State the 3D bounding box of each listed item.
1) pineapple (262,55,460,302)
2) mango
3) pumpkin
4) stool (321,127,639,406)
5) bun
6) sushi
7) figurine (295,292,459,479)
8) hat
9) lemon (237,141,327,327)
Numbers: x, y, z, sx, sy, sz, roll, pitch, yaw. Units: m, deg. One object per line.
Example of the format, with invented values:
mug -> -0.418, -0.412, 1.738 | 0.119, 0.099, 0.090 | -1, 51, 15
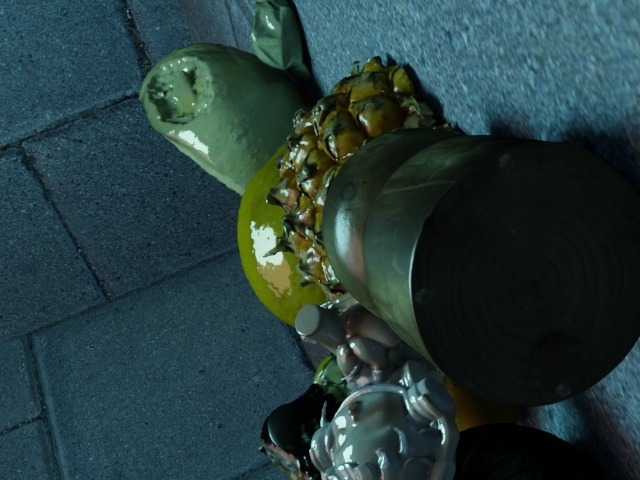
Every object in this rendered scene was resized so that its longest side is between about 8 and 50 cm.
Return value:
pineapple -> 0.040, -0.035, 0.987 | 0.286, 0.209, 0.344 | 135, 111, -81
mango -> 0.159, 0.178, 1.072 | 0.115, 0.090, 0.178 | -1, 149, 41
pumpkin -> 0.204, 0.311, 0.931 | 0.248, 0.248, 0.248 | 158, 90, -82
stool -> 0.115, 0.005, 0.722 | 0.264, 0.179, 0.179 | -142, 31, -75
bun -> -0.120, -0.201, 1.556 | 0.364, 0.202, 0.364 | 40, -175, -4
sushi -> 0.093, 0.352, 1.566 | 0.328, 0.285, 0.328 | 38, 164, 28
figurine -> 0.055, 0.171, 0.876 | 0.141, 0.162, 0.237 | 17, -122, -44
hat -> -0.069, -0.318, 1.457 | 0.166, 0.081, 0.122 | 61, -174, -70
lemon -> 0.002, 0.004, 1.293 | 0.236, 0.236, 0.263 | 84, 179, -63
